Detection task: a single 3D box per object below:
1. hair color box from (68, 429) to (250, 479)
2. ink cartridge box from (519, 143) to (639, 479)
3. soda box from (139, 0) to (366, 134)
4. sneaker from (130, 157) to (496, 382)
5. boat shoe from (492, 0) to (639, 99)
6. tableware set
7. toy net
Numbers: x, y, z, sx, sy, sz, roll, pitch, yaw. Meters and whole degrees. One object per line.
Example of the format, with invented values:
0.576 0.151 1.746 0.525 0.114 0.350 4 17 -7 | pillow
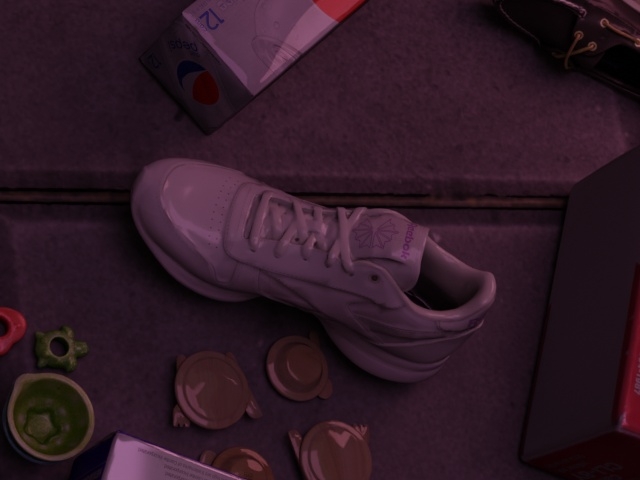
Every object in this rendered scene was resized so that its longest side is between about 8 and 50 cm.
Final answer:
-0.123 0.329 1.379 0.185 0.110 0.339 23 62 -17 | hair color box
0.394 0.116 1.691 0.384 0.160 0.279 23 63 -18 | ink cartridge box
-0.015 -0.214 1.643 0.091 0.098 0.286 49 57 -3 | soda box
0.000 0.000 1.537 0.305 0.152 0.114 25 54 -18 | sneaker
0.253 -0.186 1.778 0.227 0.081 0.069 19 60 -23 | boat shoe
-0.038 0.147 1.543 0.168 0.020 0.141 -9 77 -29 | tableware set
-0.278 0.092 1.425 0.232 0.045 0.122 14 66 -22 | toy net
